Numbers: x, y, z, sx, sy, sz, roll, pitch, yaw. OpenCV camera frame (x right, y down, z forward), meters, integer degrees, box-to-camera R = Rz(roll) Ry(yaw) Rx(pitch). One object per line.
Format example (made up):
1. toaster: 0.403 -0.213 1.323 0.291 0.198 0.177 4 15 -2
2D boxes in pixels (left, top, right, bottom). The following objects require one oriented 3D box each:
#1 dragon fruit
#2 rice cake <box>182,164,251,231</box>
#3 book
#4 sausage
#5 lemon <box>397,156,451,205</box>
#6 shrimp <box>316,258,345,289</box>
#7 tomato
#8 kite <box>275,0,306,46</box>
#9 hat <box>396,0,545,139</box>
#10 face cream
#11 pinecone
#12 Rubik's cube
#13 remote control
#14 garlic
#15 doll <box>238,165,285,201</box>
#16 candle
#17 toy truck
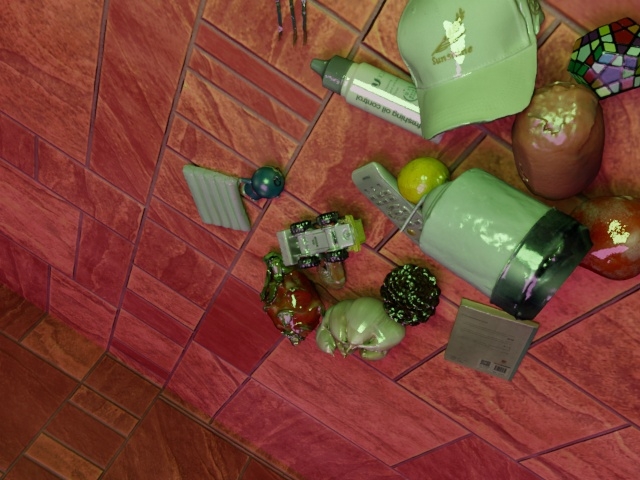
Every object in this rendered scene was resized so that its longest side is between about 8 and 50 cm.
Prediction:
1. dragon fruit: -0.104 0.174 1.626 0.198 0.200 0.269 -25 114 32
2. rice cake: -0.298 -0.119 1.575 0.189 0.037 0.198 15 136 18
3. book: 0.472 0.290 1.531 0.215 0.025 0.282 18 138 13
4. sausage: 0.422 -0.170 0.962 0.152 0.152 0.280 7 162 25
5. lemon: 0.228 -0.131 1.193 0.133 0.109 0.109 17 144 56
6. shrimp: 0.030 0.076 1.581 0.099 0.041 0.180 27 142 28
7. tomato: 0.581 -0.009 1.080 0.187 0.151 0.187 19 134 20
8. kite: -0.067 -0.504 1.079 0.127 0.016 0.229 18 134 19
9. hat: 0.225 -0.315 0.917 0.258 0.301 0.168 -14 144 38
10. face cream: 0.121 -0.302 1.108 0.311 0.092 0.092 27 139 6
11. pinecone: 0.236 0.155 1.446 0.163 0.163 0.165 21 156 11
12. Rubik's cube: 0.477 -0.294 0.886 0.133 0.112 0.133 16 137 15
13. remote control: 0.211 -0.074 1.308 0.313 0.055 0.109 42 155 -17
14. garlic: 0.108 0.255 1.587 0.281 0.203 0.184 10 118 27
15. doll: -0.150 -0.147 1.430 0.114 0.085 0.152 32 152 -23
16. candle: 0.331 -0.013 1.068 0.342 0.221 0.221 38 144 26
17. toy truck: 0.000 0.000 1.458 0.286 0.111 0.136 -11 93 48
